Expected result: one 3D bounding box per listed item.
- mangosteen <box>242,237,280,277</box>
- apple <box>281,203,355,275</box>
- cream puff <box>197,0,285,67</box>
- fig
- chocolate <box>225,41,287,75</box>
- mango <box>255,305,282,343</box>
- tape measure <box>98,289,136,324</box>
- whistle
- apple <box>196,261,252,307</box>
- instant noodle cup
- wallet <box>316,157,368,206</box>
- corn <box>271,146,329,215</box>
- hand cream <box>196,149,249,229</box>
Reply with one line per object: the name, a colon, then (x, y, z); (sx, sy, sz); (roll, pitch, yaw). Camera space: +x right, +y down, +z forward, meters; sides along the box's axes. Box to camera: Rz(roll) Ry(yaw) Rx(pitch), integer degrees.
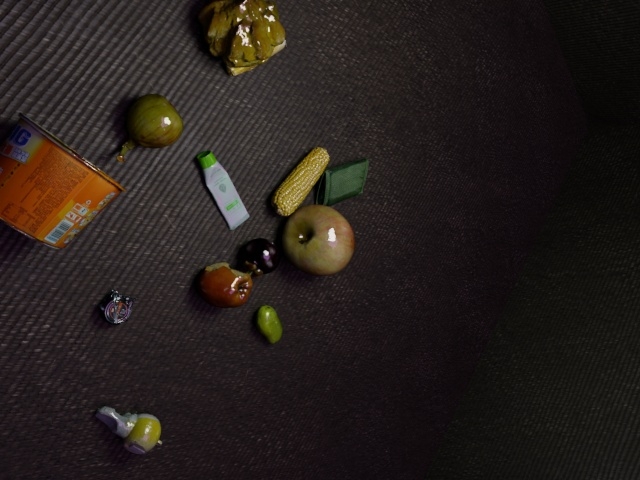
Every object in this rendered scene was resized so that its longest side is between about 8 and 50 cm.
mangosteen: (-0.209, 0.066, 1.690); (0.137, 0.137, 0.151); (50, 64, -36)
apple: (0.000, 0.000, 1.778); (0.234, 0.257, 0.256); (10, 93, -55)
cream puff: (-0.226, -0.627, 1.472); (0.244, 0.196, 0.243); (-3, 95, -36)
fig: (-0.470, -0.307, 1.393); (0.186, 0.147, 0.142); (-40, 150, 19)
chocolate: (-0.211, -0.591, 1.585); (0.219, 0.086, 0.085); (-42, 124, -22)
mango: (-0.188, 0.303, 1.803); (0.091, 0.074, 0.165); (-37, 133, -34)
tape measure: (-0.587, 0.194, 1.443); (0.091, 0.054, 0.094); (34, 70, -38)
whistle: (-0.570, 0.557, 1.515); (0.223, 0.123, 0.122); (41, 72, -20)
apple: (-0.305, 0.148, 1.608); (0.147, 0.158, 0.156); (-56, 133, -14)
instant noodle cup: (-0.646, -0.127, 1.185); (0.214, 0.296, 0.296); (-53, 128, -9)
wallet: (0.086, -0.222, 1.906); (0.236, 0.055, 0.160); (-25, 140, -40)
corn: (-0.076, -0.202, 1.767); (0.101, 0.102, 0.310); (52, 59, -35)
hand cream: (-0.315, -0.159, 1.614); (0.079, 0.050, 0.275); (-26, 124, -4)
